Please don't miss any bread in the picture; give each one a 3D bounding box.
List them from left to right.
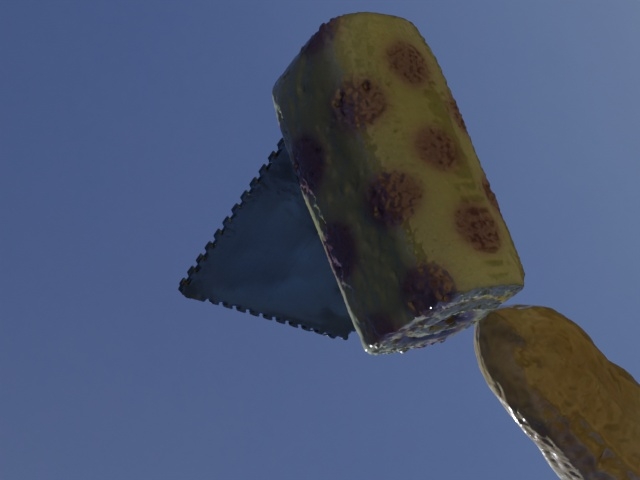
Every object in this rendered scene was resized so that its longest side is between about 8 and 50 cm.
[{"bbox_3d":[0.071,-0.060,1.662,0.155,0.187,0.338,-6,-114,-32],"label":"bread"}]

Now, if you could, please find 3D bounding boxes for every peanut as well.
[{"bbox_3d":[0.321,0.202,1.974,0.340,0.158,0.174,46,-147,-36],"label":"peanut"}]

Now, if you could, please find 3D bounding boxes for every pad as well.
[{"bbox_3d":[0.000,0.000,1.896,0.269,0.269,0.012,20,-151,-35],"label":"pad"}]
